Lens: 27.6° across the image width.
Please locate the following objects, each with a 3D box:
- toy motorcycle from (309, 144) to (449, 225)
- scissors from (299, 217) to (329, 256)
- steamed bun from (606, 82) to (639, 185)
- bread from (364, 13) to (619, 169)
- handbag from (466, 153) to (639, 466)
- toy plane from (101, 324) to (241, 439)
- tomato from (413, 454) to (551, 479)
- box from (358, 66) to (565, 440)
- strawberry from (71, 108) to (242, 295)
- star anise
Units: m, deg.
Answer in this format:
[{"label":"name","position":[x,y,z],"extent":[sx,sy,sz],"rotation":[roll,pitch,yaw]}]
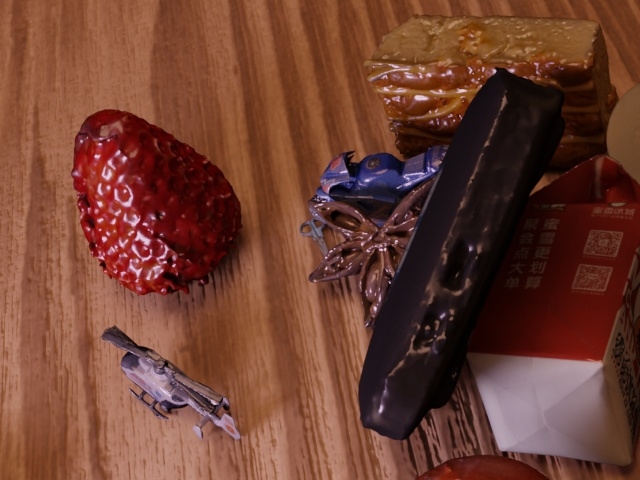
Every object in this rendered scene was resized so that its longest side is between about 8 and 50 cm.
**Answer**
[{"label":"toy motorcycle","position":[0.078,-0.064,1.559],"extent":[0.205,0.114,0.076],"rotation":[-5,46,17]},{"label":"scissors","position":[0.000,0.000,1.607],"extent":[0.036,0.006,0.083],"rotation":[-24,44,-4]},{"label":"steamed bun","position":[0.443,-0.078,1.378],"extent":[0.250,0.200,0.154],"rotation":[22,103,38]},{"label":"bread","position":[0.211,-0.178,1.569],"extent":[0.275,0.184,0.114],"rotation":[4,56,25]},{"label":"handbag","position":[0.264,0.066,1.333],"extent":[0.151,0.171,0.298],"rotation":[1,45,27]},{"label":"toy plane","position":[-0.163,0.168,1.465],"extent":[0.197,0.078,0.053],"rotation":[33,63,25]},{"label":"tomato","position":[0.144,0.297,1.141],"extent":[0.208,0.184,0.208],"rotation":[-16,46,17]},{"label":"box","position":[0.125,0.022,1.264],"extent":[0.091,0.359,0.350],"rotation":[22,87,3]},{"label":"strawberry","position":[-0.215,-0.058,1.578],"extent":[0.205,0.244,0.205],"rotation":[-12,47,13]},{"label":"star anise","position":[0.079,0.013,1.497],"extent":[0.208,0.063,0.171],"rotation":[-17,75,23]}]
